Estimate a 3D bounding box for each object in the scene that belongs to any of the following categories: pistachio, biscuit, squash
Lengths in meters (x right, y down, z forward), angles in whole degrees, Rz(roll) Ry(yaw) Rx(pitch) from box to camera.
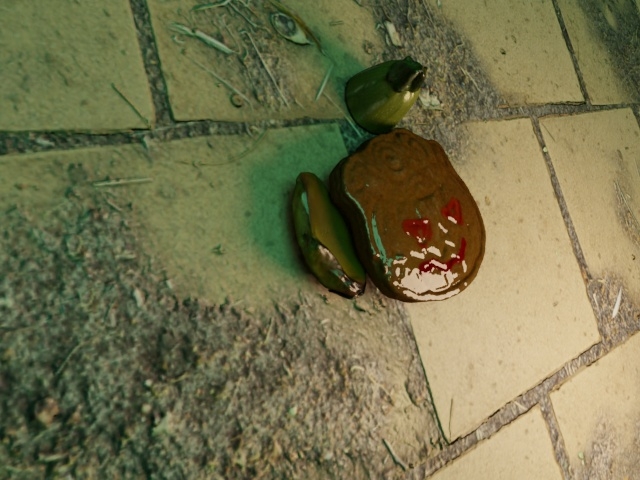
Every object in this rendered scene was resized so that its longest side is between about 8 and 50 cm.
[{"bbox_3d":[0.000,0.000,0.533,0.089,0.049,0.173,-27,91,-57],"label":"pistachio"},{"bbox_3d":[0.146,-0.041,0.610,0.272,0.049,0.257,-26,91,-42],"label":"biscuit"},{"bbox_3d":[0.111,-0.225,0.601,0.105,0.132,0.105,6,77,-28],"label":"squash"}]
